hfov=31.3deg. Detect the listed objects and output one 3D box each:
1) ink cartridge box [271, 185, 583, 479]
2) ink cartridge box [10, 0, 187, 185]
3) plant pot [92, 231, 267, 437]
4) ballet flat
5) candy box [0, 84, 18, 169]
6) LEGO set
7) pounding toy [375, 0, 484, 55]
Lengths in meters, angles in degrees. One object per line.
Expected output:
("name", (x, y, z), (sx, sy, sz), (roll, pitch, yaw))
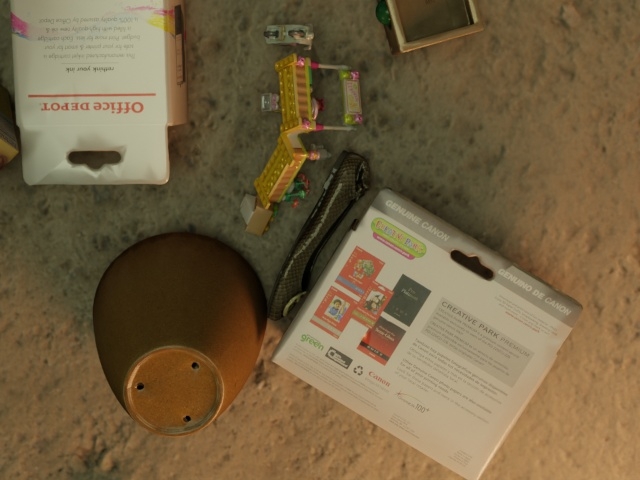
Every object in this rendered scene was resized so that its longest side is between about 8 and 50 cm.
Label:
("ink cartridge box", (0.140, 0.112, 1.490), (0.309, 0.130, 0.272), (32, 99, 0))
("ink cartridge box", (-0.283, -0.252, 1.481), (0.207, 0.119, 0.353), (0, 98, 4))
("plant pot", (-0.181, 0.136, 1.438), (0.237, 0.254, 0.237), (-1, 106, -4))
("ballet flat", (0.000, 0.000, 1.516), (0.058, 0.084, 0.250), (27, 94, 2))
("candy box", (-0.454, -0.135, 1.484), (0.109, 0.187, 0.053), (-42, 125, 10))
("LEGO set", (-0.019, -0.136, 1.489), (0.107, 0.132, 0.287), (-1, 105, -33))
("pounding toy", (0.115, -0.310, 1.457), (0.141, 0.100, 0.130), (-16, 97, -3))
